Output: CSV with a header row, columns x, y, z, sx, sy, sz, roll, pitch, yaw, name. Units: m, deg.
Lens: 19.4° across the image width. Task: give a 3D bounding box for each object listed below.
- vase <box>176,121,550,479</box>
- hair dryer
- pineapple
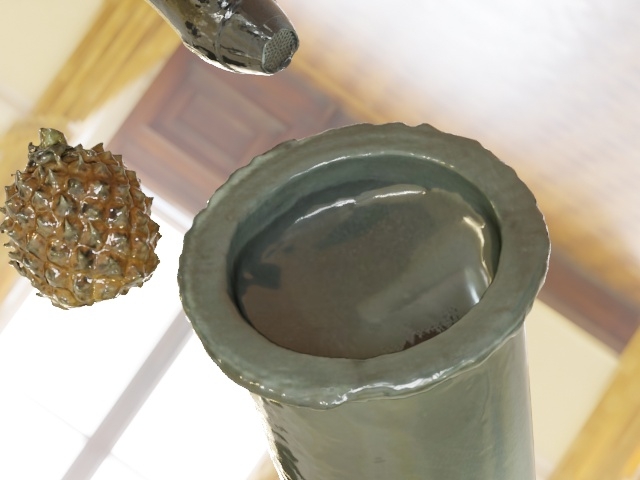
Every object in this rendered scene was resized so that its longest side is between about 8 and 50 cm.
x,y,z,sx,sy,sz,roll,pitch,yaw,name
0.045,0.099,1.281,0.245,0.245,0.291,30,149,33,vase
-0.138,-0.280,1.745,0.235,0.091,0.271,34,162,30,hair dryer
-0.255,-0.027,1.942,0.166,0.166,0.193,-176,67,-76,pineapple
